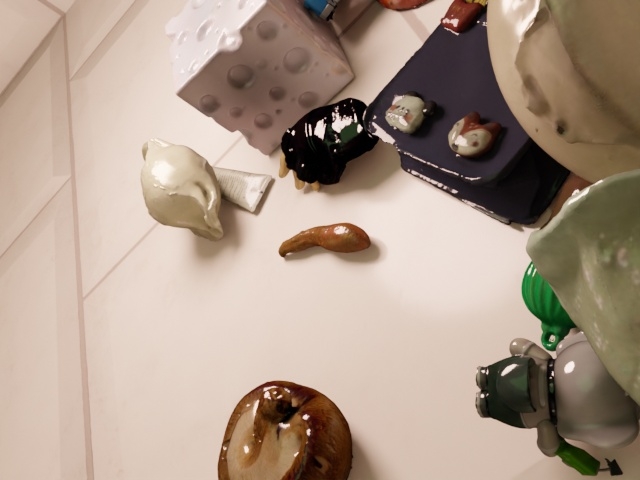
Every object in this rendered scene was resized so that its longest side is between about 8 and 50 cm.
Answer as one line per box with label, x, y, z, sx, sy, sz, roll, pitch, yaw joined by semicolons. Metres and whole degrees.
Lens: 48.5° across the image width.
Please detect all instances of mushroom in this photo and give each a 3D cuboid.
mushroom;-0.045;0.294;0.975;0.231;0.138;0.194;24;98;61

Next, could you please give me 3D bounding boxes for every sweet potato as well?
sweet potato;0.000;0.000;1.162;0.214;0.050;0.050;-5;64;49

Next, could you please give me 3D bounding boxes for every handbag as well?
handbag;0.245;-0.220;0.986;0.329;0.122;0.303;-56;40;2

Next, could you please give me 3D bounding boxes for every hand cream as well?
hand cream;-0.185;-0.114;1.423;0.234;0.050;0.080;19;81;45

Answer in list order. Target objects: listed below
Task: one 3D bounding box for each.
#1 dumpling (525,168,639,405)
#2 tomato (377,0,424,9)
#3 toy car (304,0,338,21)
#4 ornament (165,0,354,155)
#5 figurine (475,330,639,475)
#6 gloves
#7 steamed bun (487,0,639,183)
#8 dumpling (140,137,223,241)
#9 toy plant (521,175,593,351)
dumpling;0.354;0.035;0.588;0.212;0.320;0.270;-109;12;-73
tomato;0.144;-0.580;1.261;0.309;0.170;0.309;-24;51;34
toy car;0.010;-0.490;1.352;0.097;0.100;0.191;-50;12;22
ornament;-0.121;-0.360;1.350;0.239;0.239;0.240;-38;45;22
figurine;0.261;0.157;0.738;0.192;0.126;0.147;-11;54;31
gloves;0.001;-0.157;1.209;0.203;0.124;0.164;-27;31;23
steamed bun;0.346;-0.216;0.726;0.241;0.374;0.374;134;161;-83
dumpling;-0.271;-0.086;1.390;0.147;0.193;0.258;-33;55;-28
toy plant;0.297;0.029;0.794;0.143;0.105;0.200;4;80;54
